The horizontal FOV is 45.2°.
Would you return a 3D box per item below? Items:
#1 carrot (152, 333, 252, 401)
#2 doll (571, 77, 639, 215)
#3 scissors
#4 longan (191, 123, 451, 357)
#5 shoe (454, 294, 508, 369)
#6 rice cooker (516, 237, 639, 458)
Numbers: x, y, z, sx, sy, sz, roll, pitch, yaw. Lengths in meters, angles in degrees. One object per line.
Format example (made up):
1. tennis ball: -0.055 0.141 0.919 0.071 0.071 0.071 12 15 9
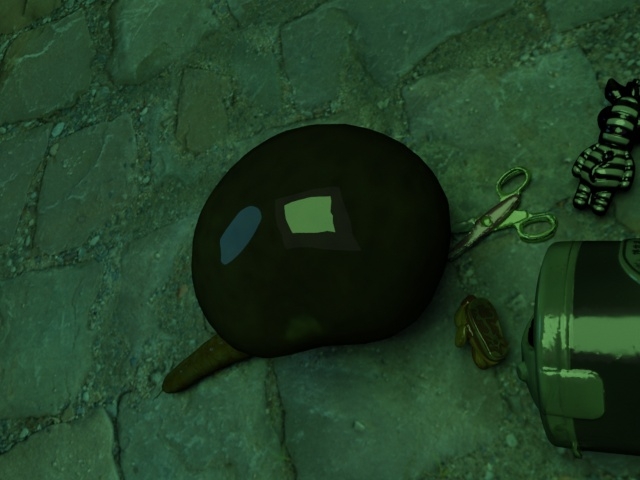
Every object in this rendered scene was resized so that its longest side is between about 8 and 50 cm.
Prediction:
1. carrot: -0.185 0.203 1.341 0.298 0.078 0.078 -32 59 16
2. doll: 0.448 -0.143 1.172 0.091 0.067 0.219 21 86 28
3. scissors: 0.273 -0.029 1.236 0.187 0.020 0.134 -27 65 13
4. longan: 0.000 0.000 1.164 0.404 0.336 0.405 -15 43 14
5. shoe: 0.236 0.141 1.156 0.072 0.069 0.109 -26 66 -28
6. rice cooker: 0.397 0.130 0.967 0.276 0.288 0.289 0 70 27
